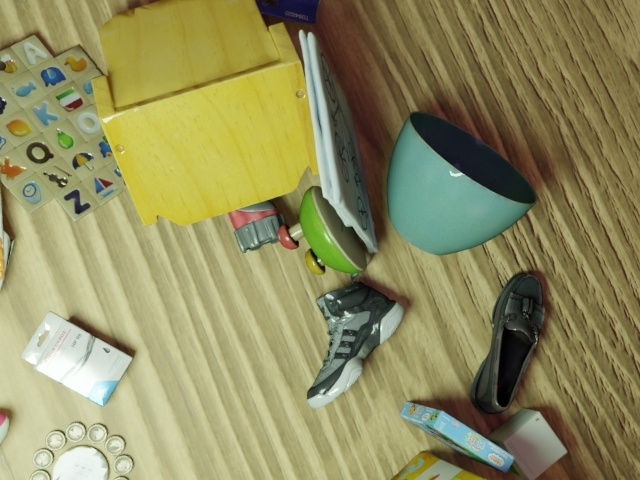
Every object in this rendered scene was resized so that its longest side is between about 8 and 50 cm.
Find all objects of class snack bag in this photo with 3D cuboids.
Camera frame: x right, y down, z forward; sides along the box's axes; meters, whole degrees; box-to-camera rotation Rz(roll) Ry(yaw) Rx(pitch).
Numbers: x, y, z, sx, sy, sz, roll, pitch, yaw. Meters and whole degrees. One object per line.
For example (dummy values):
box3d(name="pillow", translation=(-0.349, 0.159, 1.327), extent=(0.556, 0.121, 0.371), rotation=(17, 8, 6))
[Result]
box3d(name="snack bag", translation=(0.035, -0.166, 1.477), extent=(0.037, 0.342, 0.323), rotation=(-13, 72, 11))

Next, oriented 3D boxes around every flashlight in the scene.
box3d(name="flashlight", translation=(-0.157, -0.132, 1.564), extent=(0.103, 0.103, 0.304), rotation=(-17, 86, -33))

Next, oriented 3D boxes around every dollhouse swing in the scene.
box3d(name="dollhouse swing", translation=(-0.216, -0.259, 1.505), extent=(0.347, 0.305, 0.315), rotation=(-18, 125, -5))

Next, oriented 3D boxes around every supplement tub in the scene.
box3d(name="supplement tub", translation=(-0.570, -0.159, 1.498), extent=(0.071, 0.071, 0.107), rotation=(-40, 91, -13))

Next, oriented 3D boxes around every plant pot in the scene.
box3d(name="plant pot", translation=(0.242, -0.086, 1.572), extent=(0.290, 0.290, 0.195), rotation=(30, 115, -7))

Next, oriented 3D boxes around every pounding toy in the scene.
box3d(name="pounding toy", translation=(0.000, 0.000, 1.537), extent=(0.110, 0.237, 0.183), rotation=(-31, 84, 14))

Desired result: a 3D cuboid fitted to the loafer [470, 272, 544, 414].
box3d(name="loafer", translation=(0.394, 0.208, 1.635), extent=(0.109, 0.095, 0.302), rotation=(22, 80, -8))

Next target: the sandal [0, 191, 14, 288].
box3d(name="sandal", translation=(-0.600, -0.009, 1.463), extent=(0.102, 0.076, 0.265), rotation=(10, 99, 5))

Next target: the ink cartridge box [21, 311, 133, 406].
box3d(name="ink cartridge box", translation=(-0.447, 0.215, 1.484), extent=(0.180, 0.060, 0.104), rotation=(31, 79, -6))

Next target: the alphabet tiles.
box3d(name="alphabet tiles", translation=(-0.494, -0.212, 1.507), extent=(0.285, 0.011, 0.342), rotation=(-40, 93, -30))

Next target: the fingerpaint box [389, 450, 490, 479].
box3d(name="fingerpaint box", translation=(0.118, 0.591, 1.395), extent=(0.445, 0.371, 0.163), rotation=(-39, 92, -13))

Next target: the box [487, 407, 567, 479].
box3d(name="box", translation=(0.412, 0.406, 1.619), extent=(0.102, 0.087, 0.101), rotation=(-35, 91, -13))

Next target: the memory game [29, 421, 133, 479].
box3d(name="memory game", translation=(-0.437, 0.426, 1.487), extent=(0.186, 0.012, 0.186), rotation=(1, 84, -12))

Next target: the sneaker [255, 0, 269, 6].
box3d(name="sneaker", translation=(-0.147, -0.476, 1.635), extent=(0.098, 0.038, 0.069), rotation=(-8, 84, -12))

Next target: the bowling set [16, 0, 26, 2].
box3d(name="bowling set", translation=(-0.650, -0.565, 1.471), extent=(0.287, 0.200, 0.154), rotation=(13, 80, -14))

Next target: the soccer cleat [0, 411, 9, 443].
box3d(name="soccer cleat", translation=(-0.669, 0.428, 1.404), extent=(0.331, 0.116, 0.143), rotation=(-34, 112, -14))

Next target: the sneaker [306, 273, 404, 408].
box3d(name="sneaker", translation=(0.030, 0.185, 1.567), extent=(0.153, 0.101, 0.268), rotation=(43, 72, -3))

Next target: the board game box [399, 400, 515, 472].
box3d(name="board game box", translation=(0.251, 0.366, 1.529), extent=(0.160, 0.211, 0.039), rotation=(33, 79, -6))

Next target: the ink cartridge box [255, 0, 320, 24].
box3d(name="ink cartridge box", translation=(-0.096, -0.558, 1.626), extent=(0.223, 0.045, 0.224), rotation=(11, 68, -10))
